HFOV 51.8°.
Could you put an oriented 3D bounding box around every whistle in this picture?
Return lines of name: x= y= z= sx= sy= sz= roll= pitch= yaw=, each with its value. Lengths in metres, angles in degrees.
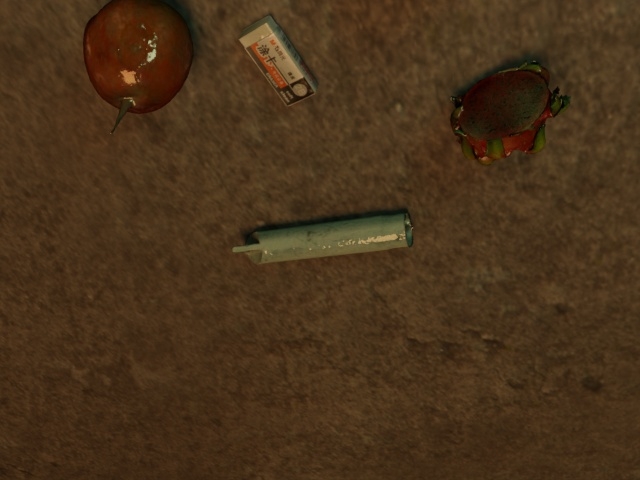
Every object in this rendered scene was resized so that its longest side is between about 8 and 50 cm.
whistle: x=0.000 y=0.000 z=1.118 sx=0.312 sy=0.062 sz=0.062 roll=-7 pitch=132 yaw=18

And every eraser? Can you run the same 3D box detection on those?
eraser: x=-0.056 y=-0.245 z=0.910 sx=0.052 sy=0.029 sz=0.122 roll=-20 pitch=127 yaw=28

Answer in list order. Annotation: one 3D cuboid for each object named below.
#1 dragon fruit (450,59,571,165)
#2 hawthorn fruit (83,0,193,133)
dragon fruit: x=0.241 y=-0.164 z=0.877 sx=0.142 sy=0.138 sz=0.175 roll=45 pitch=174 yaw=19
hawthorn fruit: x=-0.244 y=-0.228 z=0.877 sx=0.149 sy=0.149 sz=0.189 roll=7 pitch=93 yaw=6
